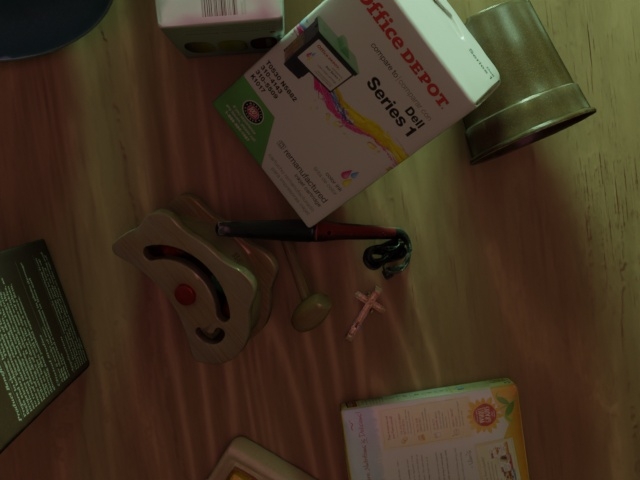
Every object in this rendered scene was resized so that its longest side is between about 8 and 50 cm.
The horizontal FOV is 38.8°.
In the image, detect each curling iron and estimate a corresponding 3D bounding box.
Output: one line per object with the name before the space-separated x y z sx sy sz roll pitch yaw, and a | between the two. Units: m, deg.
curling iron | 0.000 0.000 1.156 0.273 0.035 0.068 9 66 -24

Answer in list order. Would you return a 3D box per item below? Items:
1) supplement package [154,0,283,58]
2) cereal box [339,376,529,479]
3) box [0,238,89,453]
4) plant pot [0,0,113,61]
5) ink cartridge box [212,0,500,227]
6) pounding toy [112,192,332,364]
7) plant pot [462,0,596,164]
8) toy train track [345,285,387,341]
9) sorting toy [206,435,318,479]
supplement package | -0.113 -0.301 1.071 0.139 0.244 0.134 -4 94 -1
cereal box | 0.154 0.288 1.224 0.240 0.047 0.173 -8 94 -1
box | -0.396 0.123 1.026 0.143 0.381 0.191 -19 95 0
plant pot | -0.398 -0.372 1.062 0.290 0.290 0.196 -13 70 -1
ink cartridge box | 0.041 -0.178 1.088 0.278 0.117 0.201 -35 95 34
pounding toy | -0.123 0.051 1.187 0.269 0.155 0.154 37 121 5
plant pot | 0.235 -0.202 1.139 0.166 0.167 0.165 -23 88 0
toy train track | 0.058 0.099 1.223 0.048 0.014 0.083 30 93 -4
sorting toy | -0.087 0.399 1.230 0.193 0.038 0.208 31 93 -4
